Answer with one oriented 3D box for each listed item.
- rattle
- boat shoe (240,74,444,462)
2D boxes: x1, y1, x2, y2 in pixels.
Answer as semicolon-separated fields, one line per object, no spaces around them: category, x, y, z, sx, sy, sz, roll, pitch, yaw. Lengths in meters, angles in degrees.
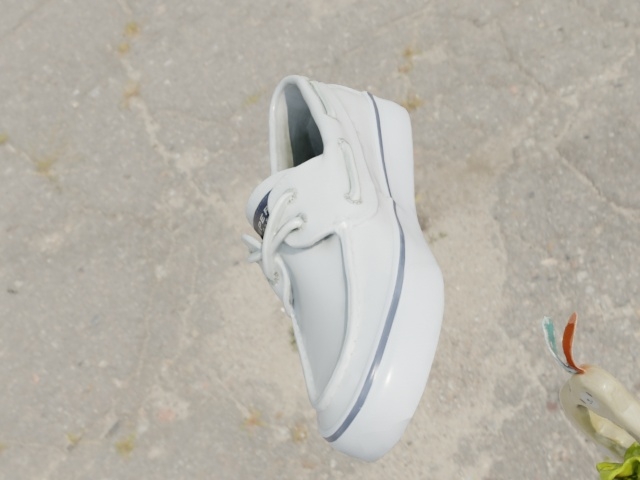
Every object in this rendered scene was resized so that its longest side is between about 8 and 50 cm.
rattle;0.240;0.183;0.905;0.143;0.200;0.130;-40;31;1
boat shoe;0.000;0.000;0.494;0.095;0.084;0.258;-59;19;30
